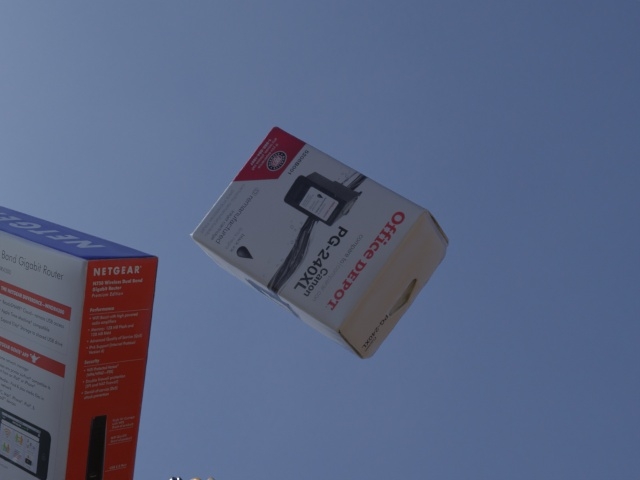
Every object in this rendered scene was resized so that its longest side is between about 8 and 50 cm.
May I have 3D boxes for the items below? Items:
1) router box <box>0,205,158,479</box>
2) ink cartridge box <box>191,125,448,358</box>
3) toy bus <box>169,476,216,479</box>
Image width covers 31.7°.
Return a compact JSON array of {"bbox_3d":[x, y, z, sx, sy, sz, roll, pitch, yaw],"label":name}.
[{"bbox_3d":[-0.309,0.128,1.090,0.082,0.335,0.301,-2,-76,-49],"label":"router box"},{"bbox_3d":[0.000,0.000,0.822,0.150,0.109,0.063,31,-11,31],"label":"ink cartridge box"},{"bbox_3d":[-0.176,0.392,1.614,0.191,0.104,0.202,38,-7,18],"label":"toy bus"}]
